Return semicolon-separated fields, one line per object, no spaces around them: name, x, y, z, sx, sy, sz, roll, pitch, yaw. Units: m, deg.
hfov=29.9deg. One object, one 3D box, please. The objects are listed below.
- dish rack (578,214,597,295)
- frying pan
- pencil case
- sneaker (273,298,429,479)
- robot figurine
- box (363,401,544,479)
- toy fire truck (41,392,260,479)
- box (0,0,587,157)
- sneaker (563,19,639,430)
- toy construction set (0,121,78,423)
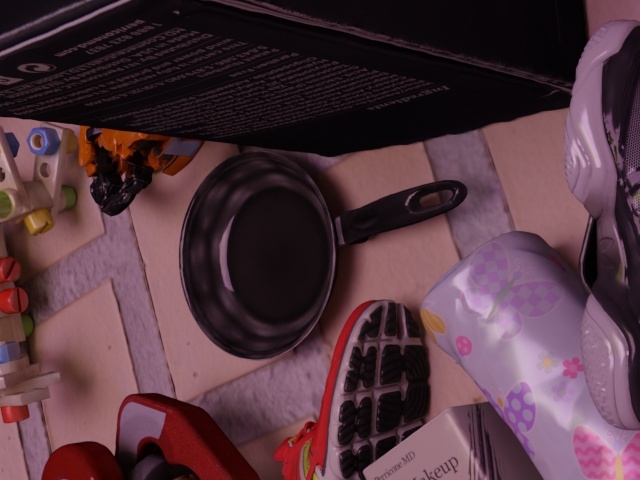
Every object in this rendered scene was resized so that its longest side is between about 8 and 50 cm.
dish rack;0.324;-0.030;0.800;0.271;0.074;0.208;18;100;39
frying pan;-0.014;-0.023;1.102;0.326;0.053;0.197;-41;64;30
pencil case;0.186;0.121;0.883;0.124;0.113;0.273;-46;61;18
sneaker;0.009;0.180;1.043;0.118;0.107;0.279;18;99;47
robot figurine;-0.170;-0.141;1.170;0.291;0.085;0.211;155;114;-62
box;0.150;0.268;0.921;0.113;0.094;0.275;-44;62;30
toy fire truck;-0.125;0.303;1.097;0.254;0.169;0.302;10;96;43
box;-0.057;-0.331;0.876;0.297;0.472;0.480;-10;82;41
sneaker;0.245;-0.012;0.760;0.153;0.101;0.268;-3;91;36
toy construction set;-0.356;0.042;1.339;0.215;0.151;0.328;-10;77;30
